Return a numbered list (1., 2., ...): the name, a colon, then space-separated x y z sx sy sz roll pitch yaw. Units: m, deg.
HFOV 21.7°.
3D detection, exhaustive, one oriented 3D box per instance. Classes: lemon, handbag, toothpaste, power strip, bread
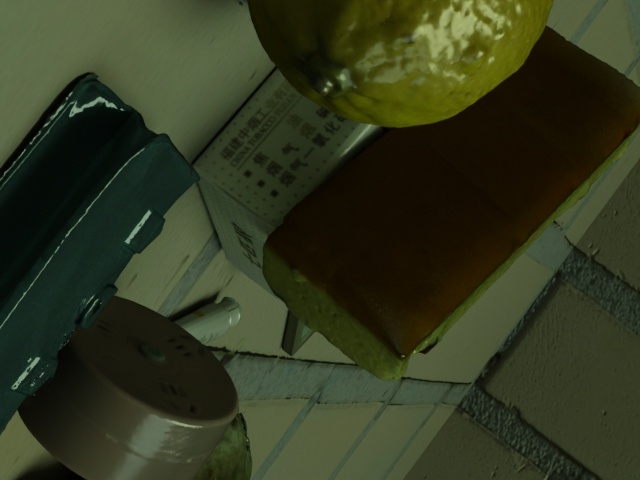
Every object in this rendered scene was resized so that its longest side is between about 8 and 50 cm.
1. lemon: 0.051 -0.169 1.051 0.231 0.192 0.192 -52 167 -31
2. handbag: -0.171 0.020 1.054 0.229 0.062 0.179 -52 166 -5
3. toothpaste: -0.127 0.086 1.426 0.190 0.031 0.048 -25 152 -56
4. power strip: -0.140 0.108 1.192 0.078 0.154 0.154 -55 166 19
5. bread: 0.108 -0.038 1.280 0.361 0.138 0.077 -41 162 -37

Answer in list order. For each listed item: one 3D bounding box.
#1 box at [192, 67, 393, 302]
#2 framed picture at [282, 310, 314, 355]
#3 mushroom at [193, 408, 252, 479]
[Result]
1. box: 0.046 -0.117 1.358 0.330 0.095 0.210 -49 164 -12
2. framed picture: 0.063 -0.021 1.798 0.289 0.016 0.213 -46 164 -28
3. mushroom: -0.168 0.250 1.481 0.247 0.130 0.344 -54 167 20
